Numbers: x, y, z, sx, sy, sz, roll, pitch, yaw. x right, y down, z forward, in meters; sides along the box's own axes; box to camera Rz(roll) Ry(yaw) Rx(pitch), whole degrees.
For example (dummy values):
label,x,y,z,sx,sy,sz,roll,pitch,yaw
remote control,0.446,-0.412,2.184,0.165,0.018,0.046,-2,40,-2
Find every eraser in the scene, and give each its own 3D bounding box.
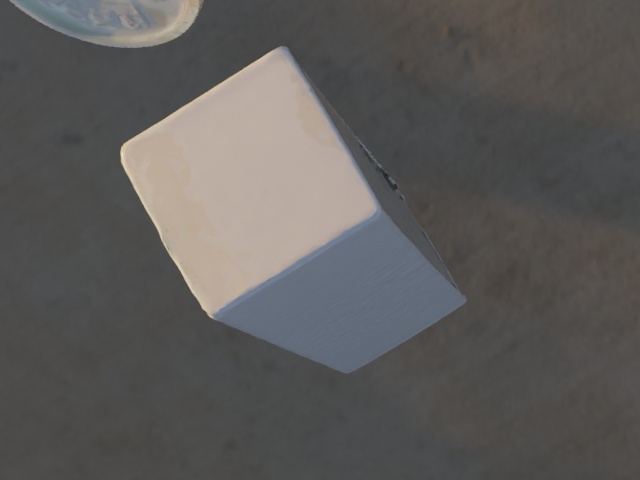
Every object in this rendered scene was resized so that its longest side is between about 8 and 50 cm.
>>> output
label,x,y,z,sx,sy,sz,roll,pitch,yaw
eraser,0.001,0.000,0.736,0.078,0.298,0.076,-31,78,5

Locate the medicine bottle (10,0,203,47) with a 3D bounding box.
label,x,y,z,sx,sy,sz,roll,pitch,yaw
medicine bottle,-0.093,-0.228,0.886,0.139,0.225,0.139,12,151,7
